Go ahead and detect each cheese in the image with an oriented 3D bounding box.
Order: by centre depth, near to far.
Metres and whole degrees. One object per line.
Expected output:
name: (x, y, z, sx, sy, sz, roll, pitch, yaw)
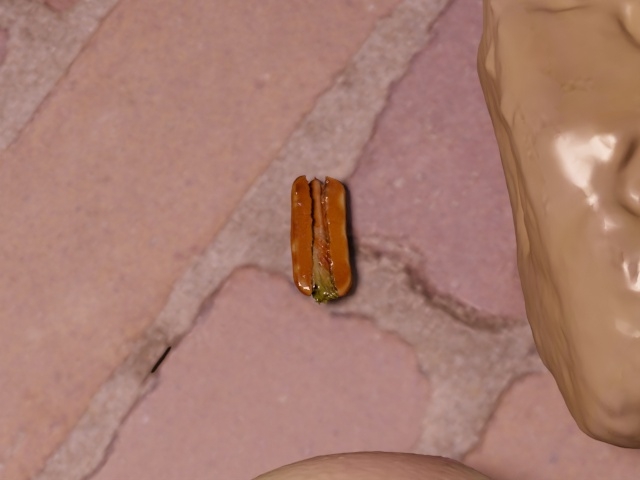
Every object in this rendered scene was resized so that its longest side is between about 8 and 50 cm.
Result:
cheese: (0.200, -0.019, 0.733, 0.251, 0.174, 0.248, 2, 69, 8)

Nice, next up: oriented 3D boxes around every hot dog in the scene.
hot dog: (0.000, 0.000, 0.847, 0.037, 0.021, 0.083, 4, 66, -8)

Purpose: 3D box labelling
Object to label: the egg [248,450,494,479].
egg: (0.009, 0.214, 0.672, 0.206, 0.162, 0.271, -6, 64, -6)
